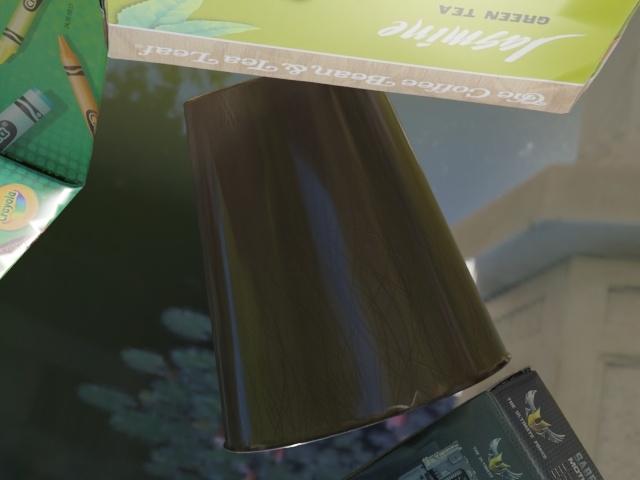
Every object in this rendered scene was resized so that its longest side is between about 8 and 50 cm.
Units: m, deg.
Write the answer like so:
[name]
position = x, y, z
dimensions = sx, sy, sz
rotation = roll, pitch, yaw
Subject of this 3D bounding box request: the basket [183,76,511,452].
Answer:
[basket]
position = 0.000, 0.000, 0.974
dimensions = 0.204, 0.227, 0.154
rotation = -18, -175, -15

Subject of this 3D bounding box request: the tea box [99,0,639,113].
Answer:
[tea box]
position = 0.038, -0.269, 0.559
dimensions = 0.219, 0.329, 0.323
rotation = 7, 161, -5

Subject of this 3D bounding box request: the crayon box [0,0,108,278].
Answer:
[crayon box]
position = -0.193, -0.109, 0.877
dimensions = 0.081, 0.278, 0.165
rotation = 25, 137, -26

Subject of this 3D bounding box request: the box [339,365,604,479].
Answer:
[box]
position = 0.122, 0.223, 0.951
dimensions = 0.183, 0.059, 0.233
rotation = -40, 77, 40
